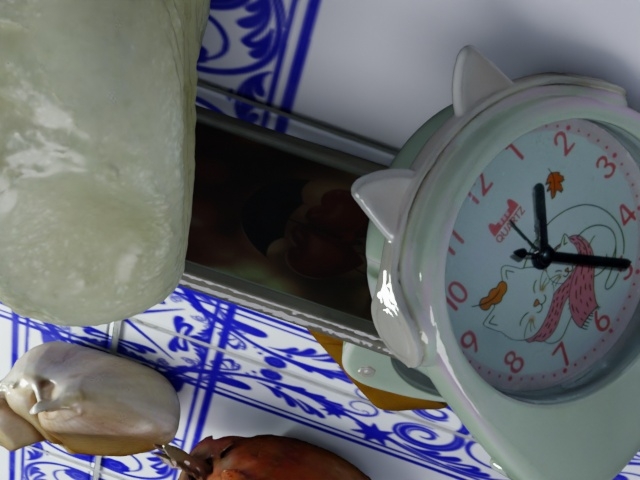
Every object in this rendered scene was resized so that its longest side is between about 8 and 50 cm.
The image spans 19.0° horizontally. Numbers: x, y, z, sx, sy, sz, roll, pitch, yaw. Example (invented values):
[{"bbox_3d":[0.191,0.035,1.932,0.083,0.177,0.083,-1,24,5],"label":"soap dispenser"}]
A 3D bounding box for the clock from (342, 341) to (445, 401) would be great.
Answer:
[{"bbox_3d":[0.123,0.083,1.705,0.191,0.062,0.151,14,138,-10],"label":"clock"}]

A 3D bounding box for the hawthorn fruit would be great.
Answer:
[{"bbox_3d":[-0.071,0.324,2.110,0.276,0.276,0.307,-15,122,47],"label":"hawthorn fruit"}]

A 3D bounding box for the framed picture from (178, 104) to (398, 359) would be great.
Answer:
[{"bbox_3d":[-0.047,-0.020,1.514,0.289,0.211,0.020,18,128,4],"label":"framed picture"}]

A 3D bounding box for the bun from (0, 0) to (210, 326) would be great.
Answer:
[{"bbox_3d":[-0.192,-0.118,1.310,0.227,0.352,0.349,4,114,0],"label":"bun"}]

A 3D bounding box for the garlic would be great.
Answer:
[{"bbox_3d":[-0.261,0.173,2.110,0.217,0.110,0.228,8,163,-2],"label":"garlic"}]

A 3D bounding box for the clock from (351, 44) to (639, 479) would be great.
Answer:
[{"bbox_3d":[0.155,0.008,1.394,0.324,0.265,0.108,46,168,-29],"label":"clock"}]

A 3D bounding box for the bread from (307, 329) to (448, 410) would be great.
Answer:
[{"bbox_3d":[0.042,0.088,1.814,0.088,0.049,0.226,0,146,33],"label":"bread"}]
